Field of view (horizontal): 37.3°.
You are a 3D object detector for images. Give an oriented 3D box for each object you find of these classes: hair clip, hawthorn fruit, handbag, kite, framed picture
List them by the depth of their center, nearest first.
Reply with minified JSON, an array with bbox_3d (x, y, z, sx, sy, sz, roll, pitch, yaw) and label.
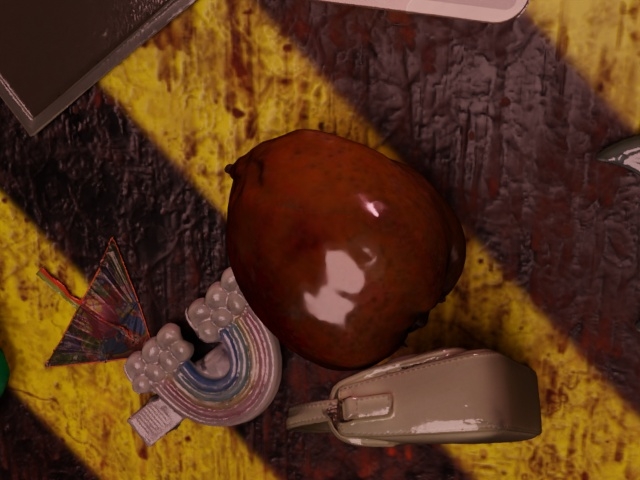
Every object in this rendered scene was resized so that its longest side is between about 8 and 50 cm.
[{"bbox_3d":[0.000,0.000,0.863,0.248,0.208,0.208,37,113,14],"label":"hawthorn fruit"},{"bbox_3d":[0.080,0.153,0.870,0.219,0.256,0.079,-9,75,18],"label":"handbag"},{"bbox_3d":[-0.260,-0.251,0.938,0.252,0.014,0.197,-34,97,21],"label":"framed picture"},{"bbox_3d":[-0.120,0.140,1.016,0.220,0.054,0.140,-40,88,19],"label":"hair clip"},{"bbox_3d":[-0.249,0.082,1.046,0.159,0.010,0.190,32,112,3],"label":"kite"}]

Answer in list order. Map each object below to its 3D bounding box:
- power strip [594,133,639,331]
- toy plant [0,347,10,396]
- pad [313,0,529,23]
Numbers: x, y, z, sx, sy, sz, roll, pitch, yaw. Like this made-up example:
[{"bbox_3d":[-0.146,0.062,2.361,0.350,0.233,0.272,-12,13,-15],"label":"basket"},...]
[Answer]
[{"bbox_3d":[0.327,-0.023,0.845,0.137,0.044,0.215,-11,105,17],"label":"power strip"},{"bbox_3d":[-0.422,0.123,1.058,0.143,0.105,0.200,5,121,21],"label":"toy plant"},{"bbox_3d":[0.064,-0.294,0.847,0.266,0.002,0.176,10,110,11],"label":"pad"}]
